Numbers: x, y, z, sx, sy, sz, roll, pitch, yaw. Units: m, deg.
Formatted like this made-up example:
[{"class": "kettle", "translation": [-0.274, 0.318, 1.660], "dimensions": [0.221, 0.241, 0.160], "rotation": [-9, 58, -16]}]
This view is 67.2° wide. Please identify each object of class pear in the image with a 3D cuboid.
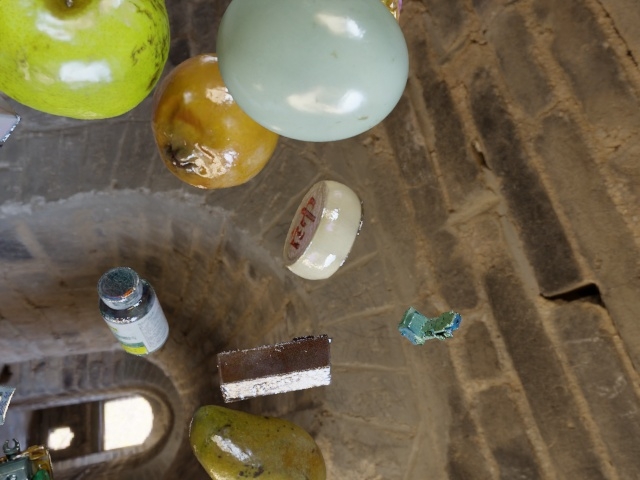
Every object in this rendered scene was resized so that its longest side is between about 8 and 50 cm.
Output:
[{"class": "pear", "translation": [-0.488, -0.414, 0.940], "dimensions": [0.391, 0.392, 0.390], "rotation": [177, -90, -69]}]

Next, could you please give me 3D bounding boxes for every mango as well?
[{"class": "mango", "translation": [-0.123, 0.455, 1.010], "dimensions": [0.175, 0.330, 0.177], "rotation": [-54, -147, -7]}]

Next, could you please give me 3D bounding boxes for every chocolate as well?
[{"class": "chocolate", "translation": [-0.114, 0.349, 1.305], "dimensions": [0.111, 0.322, 0.111], "rotation": [-108, -168, -55]}]

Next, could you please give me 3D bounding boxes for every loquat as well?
[{"class": "loquat", "translation": [-0.259, -0.290, 1.196], "dimensions": [0.328, 0.329, 0.327], "rotation": [177, -90, -69]}]

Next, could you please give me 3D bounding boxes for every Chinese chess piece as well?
[{"class": "Chinese chess piece", "translation": [0.003, -0.027, 1.281], "dimensions": [0.270, 0.112, 0.269], "rotation": [-53, -158, 34]}]

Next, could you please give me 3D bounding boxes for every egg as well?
[{"class": "egg", "translation": [-0.009, -0.169, 0.451], "dimensions": [0.193, 0.149, 0.149], "rotation": [23, -60, 26]}]

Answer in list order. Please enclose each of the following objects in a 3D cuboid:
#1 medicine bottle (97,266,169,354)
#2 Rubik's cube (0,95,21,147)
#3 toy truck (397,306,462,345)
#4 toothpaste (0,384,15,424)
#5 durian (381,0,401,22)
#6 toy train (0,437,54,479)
[{"class": "medicine bottle", "translation": [-0.503, 0.189, 1.293], "dimensions": [0.293, 0.142, 0.141], "rotation": [97, -21, -53]}, {"class": "Rubik's cube", "translation": [-0.928, -0.291, 1.079], "dimensions": [0.387, 0.368, 0.358], "rotation": [-47, -123, 12]}, {"class": "toy truck", "translation": [0.254, 0.194, 1.137], "dimensions": [0.067, 0.081, 0.175], "rotation": [-58, -170, -27]}, {"class": "toothpaste", "translation": [-0.644, 0.297, 0.885], "dimensions": [0.336, 0.067, 0.081], "rotation": [136, -35, -64]}, {"class": "durian", "translation": [0.042, -0.325, 0.582], "dimensions": [0.341, 0.113, 0.191], "rotation": [65, 29, -61]}, {"class": "toy train", "translation": [-0.463, 0.421, 0.763], "dimensions": [0.136, 0.091, 0.227], "rotation": [161, -84, -69]}]
